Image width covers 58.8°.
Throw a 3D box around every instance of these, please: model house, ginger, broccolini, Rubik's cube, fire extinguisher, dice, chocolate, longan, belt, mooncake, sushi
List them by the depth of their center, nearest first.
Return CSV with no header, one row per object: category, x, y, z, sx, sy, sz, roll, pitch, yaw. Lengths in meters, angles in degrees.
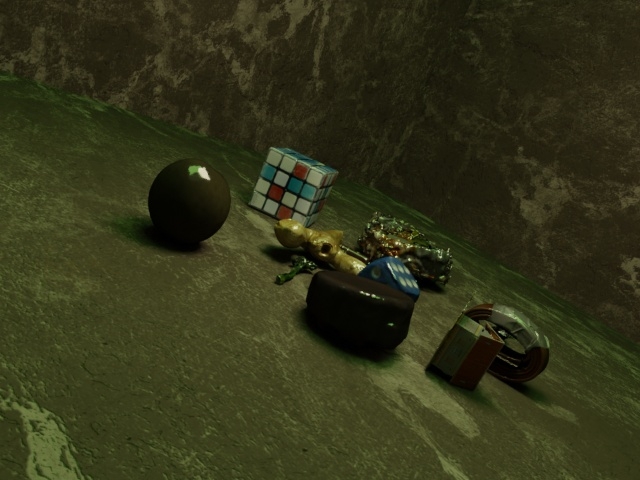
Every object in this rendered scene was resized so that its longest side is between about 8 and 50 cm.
mooncake,0.097,0.173,1.445,0.282,0.141,0.283,19,6,-2
model house,0.389,0.262,1.450,0.135,0.219,0.207,34,17,17
longan,-0.352,-0.112,1.542,0.248,0.248,0.248,22,14,-6
belt,0.523,0.287,1.628,0.261,0.184,0.105,31,15,28
dice,0.191,0.142,1.642,0.143,0.146,0.147,11,44,-54
broccolini,-0.076,0.082,1.686,0.071,0.058,0.254,-18,0,17
ginger,-0.019,0.008,1.922,0.362,0.122,0.348,21,8,-20
chocolate,0.644,0.310,1.998,0.072,0.070,0.147,-1,0,31
fire extinguisher,0.129,0.064,2.103,0.157,0.045,0.078,29,25,16
sushi,0.346,0.039,2.269,0.417,0.176,0.417,22,14,-6
Rubik's cube,-0.108,-0.217,2.321,0.256,0.254,0.259,26,12,8

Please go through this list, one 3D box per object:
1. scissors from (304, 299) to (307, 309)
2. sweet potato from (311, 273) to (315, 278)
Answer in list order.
scissors,-0.031,0.172,1.516,0.036,0.006,0.083,24,14,11
sweet potato,0.073,0.139,1.711,0.078,0.058,0.255,10,-2,39
